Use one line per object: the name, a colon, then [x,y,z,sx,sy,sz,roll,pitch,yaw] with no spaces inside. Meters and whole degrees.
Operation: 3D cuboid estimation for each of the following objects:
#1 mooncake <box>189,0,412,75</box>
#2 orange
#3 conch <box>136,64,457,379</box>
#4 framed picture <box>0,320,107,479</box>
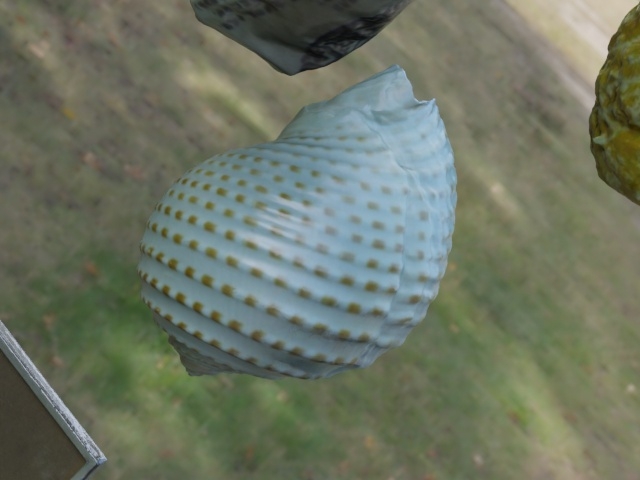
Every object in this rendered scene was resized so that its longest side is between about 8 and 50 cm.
mooncake: [0.034,-0.261,1.147,0.136,0.254,0.250,36,59,-24]
orange: [0.491,-0.211,1.996,0.271,0.368,0.210,12,-18,24]
conch: [0.003,0.015,1.421,0.303,0.319,0.215,28,32,-55]
framed picture: [-0.381,0.235,1.549,0.232,0.315,0.024,50,18,15]
